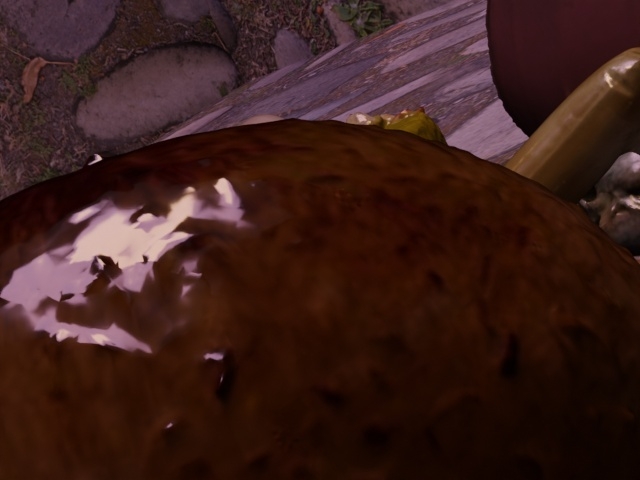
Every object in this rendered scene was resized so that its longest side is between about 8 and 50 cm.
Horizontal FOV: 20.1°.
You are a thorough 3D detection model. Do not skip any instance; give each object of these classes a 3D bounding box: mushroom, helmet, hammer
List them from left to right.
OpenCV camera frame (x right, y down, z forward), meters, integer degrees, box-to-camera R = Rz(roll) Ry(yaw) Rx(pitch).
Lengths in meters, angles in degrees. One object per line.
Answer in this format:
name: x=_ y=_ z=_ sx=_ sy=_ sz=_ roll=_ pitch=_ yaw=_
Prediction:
mushroom: x=-0.008 y=0.096 z=0.677 sx=0.331 sy=0.334 sz=0.356 roll=-23 pitch=22 yaw=26
hammer: x=0.091 y=0.007 z=1.032 sx=0.305 sy=0.113 sz=0.202 roll=-46 pitch=-15 yaw=8
helmet: x=0.299 y=-0.175 z=1.332 sx=0.338 sy=0.271 sz=0.197 roll=-23 pitch=26 yaw=-16

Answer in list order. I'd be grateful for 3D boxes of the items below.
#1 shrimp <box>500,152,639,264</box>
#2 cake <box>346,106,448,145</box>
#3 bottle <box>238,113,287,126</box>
shrimp: x=0.188 y=-0.003 z=1.147 sx=0.372 sy=0.137 sz=0.172 roll=-27 pitch=47 yaw=47
cake: x=0.000 y=0.000 z=1.485 sx=0.260 sy=0.156 sz=0.179 roll=-29 pitch=5 yaw=-3
bottle: x=-0.096 y=-0.002 z=1.737 sx=0.236 sy=0.147 sz=0.147 roll=-41 pitch=16 yaw=-26
